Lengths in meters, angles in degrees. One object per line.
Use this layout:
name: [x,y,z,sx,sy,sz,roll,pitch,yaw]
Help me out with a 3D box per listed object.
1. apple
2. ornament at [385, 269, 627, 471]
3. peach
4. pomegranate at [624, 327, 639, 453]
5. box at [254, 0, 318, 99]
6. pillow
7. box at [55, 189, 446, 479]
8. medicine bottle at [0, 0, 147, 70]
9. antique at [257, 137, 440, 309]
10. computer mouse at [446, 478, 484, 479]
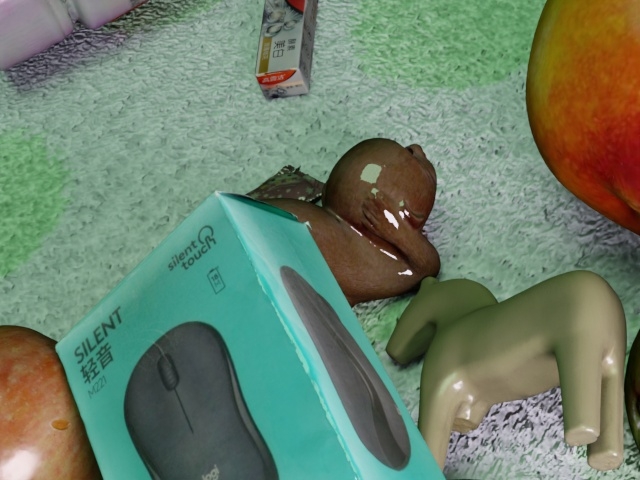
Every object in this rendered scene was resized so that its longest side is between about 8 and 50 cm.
apple: [-0.262,0.166,0.956,0.188,0.188,0.174,23,58,34]
ornament: [0.135,0.093,0.922,0.230,0.061,0.245,-27,32,35]
peach: [0.320,-0.145,0.964,0.307,0.308,0.332,17,61,30]
pomegranate: [0.324,0.107,0.833,0.209,0.180,0.180,-11,45,-15]
box: [-0.036,-0.253,1.348,0.055,0.039,0.218,-7,48,15]
pillow: [-0.077,-0.010,1.140,0.185,0.043,0.118,-33,23,-12]
box: [-0.053,0.142,0.850,0.205,0.118,0.311,-40,55,19]
medicine bottle: [-0.273,-0.383,1.423,0.388,0.219,0.219,-33,48,-10]
antique: [0.000,0.000,1.047,0.256,0.143,0.121,-29,45,-10]
computer mouse: [0.181,0.258,0.795,0.379,0.090,0.167,14,57,26]
